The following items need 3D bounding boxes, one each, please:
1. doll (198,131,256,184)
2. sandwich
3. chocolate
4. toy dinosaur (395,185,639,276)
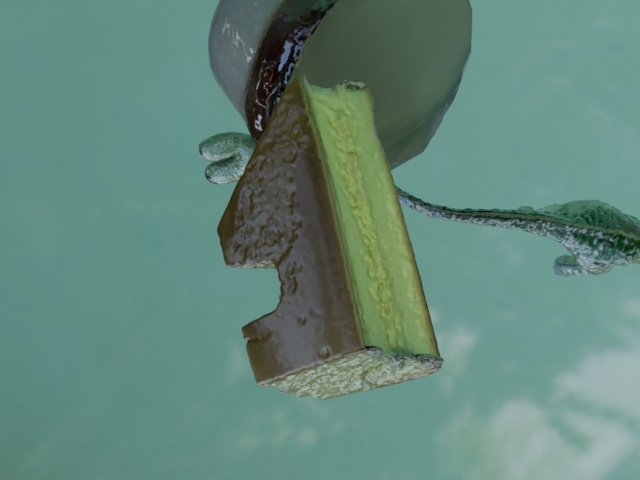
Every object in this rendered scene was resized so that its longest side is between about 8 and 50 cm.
[{"bbox_3d":[-0.063,-0.106,2.012,0.150,0.077,0.115,-7,124,3],"label":"doll"},{"bbox_3d":[0.000,0.000,1.369,0.128,0.236,0.122,-19,166,28],"label":"sandwich"},{"bbox_3d":[0.003,-0.205,1.849,0.186,0.283,0.284,38,164,38],"label":"chocolate"},{"bbox_3d":[0.202,-0.005,1.619,0.382,0.076,0.129,3,164,-10],"label":"toy dinosaur"}]
